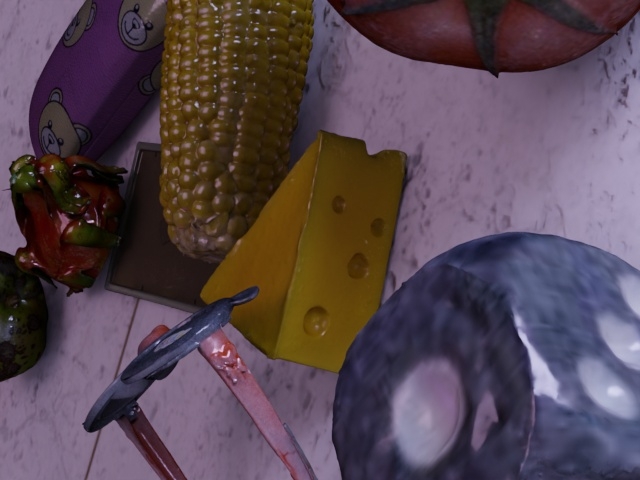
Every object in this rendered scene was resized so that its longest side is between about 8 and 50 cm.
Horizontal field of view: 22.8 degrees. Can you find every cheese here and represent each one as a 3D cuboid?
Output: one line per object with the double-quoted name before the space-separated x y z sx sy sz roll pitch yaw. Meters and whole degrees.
"cheese" 0.000 0.000 1.220 0.126 0.093 0.171 39 111 53

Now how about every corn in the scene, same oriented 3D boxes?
"corn" -0.072 -0.154 1.330 0.130 0.130 0.347 -4 77 52

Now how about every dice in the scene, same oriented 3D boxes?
"dice" 0.127 0.115 0.951 0.181 0.183 0.182 -49 45 35

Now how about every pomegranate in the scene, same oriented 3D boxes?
"pomegranate" -0.334 0.080 1.628 0.125 0.163 0.138 -17 78 7

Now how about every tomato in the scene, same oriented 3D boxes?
"tomato" 0.107 -0.247 1.024 0.265 0.265 0.265 -19 65 48

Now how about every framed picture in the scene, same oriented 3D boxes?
"framed picture" -0.129 -0.013 1.455 0.203 0.015 0.150 9 87 53

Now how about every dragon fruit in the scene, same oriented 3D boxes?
"dragon fruit" -0.247 -0.030 1.532 0.142 0.175 0.138 -42 44 -1

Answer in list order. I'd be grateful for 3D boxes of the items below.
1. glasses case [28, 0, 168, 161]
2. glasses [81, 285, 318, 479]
"glasses case" -0.194 -0.189 1.537 0.316 0.076 0.123 -48 46 33
"glasses" -0.056 0.181 1.202 0.268 0.118 0.234 54 149 2
